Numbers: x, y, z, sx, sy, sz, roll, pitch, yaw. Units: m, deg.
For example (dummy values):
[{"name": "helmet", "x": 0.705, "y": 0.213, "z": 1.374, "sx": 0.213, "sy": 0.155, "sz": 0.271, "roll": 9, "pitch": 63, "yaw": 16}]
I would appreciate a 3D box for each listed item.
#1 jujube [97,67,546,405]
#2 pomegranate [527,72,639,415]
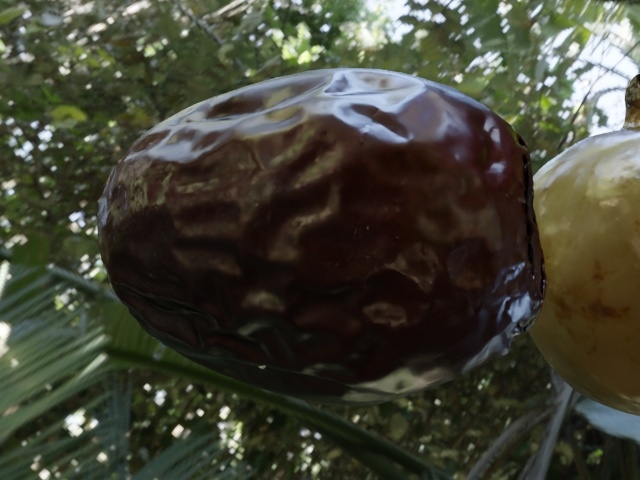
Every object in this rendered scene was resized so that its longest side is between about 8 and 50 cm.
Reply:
[{"name": "jujube", "x": 0.000, "y": 0.000, "z": 0.537, "sx": 0.243, "sy": 0.183, "sz": 0.183, "roll": -3, "pitch": -61, "yaw": 24}, {"name": "pomegranate", "x": 0.348, "y": 0.003, "z": 0.988, "sx": 0.342, "sy": 0.342, "sz": 0.342, "roll": 16, "pitch": -53, "yaw": 21}]
